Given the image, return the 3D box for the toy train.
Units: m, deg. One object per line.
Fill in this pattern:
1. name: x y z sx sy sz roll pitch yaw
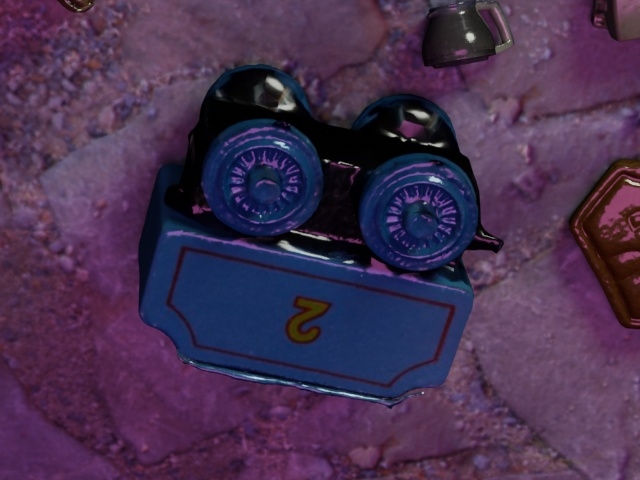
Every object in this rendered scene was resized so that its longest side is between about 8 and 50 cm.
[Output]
1. toy train: 0.000 0.000 1.777 0.300 0.188 0.265 12 114 -11

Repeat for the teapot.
1. teapot: 0.131 -0.187 1.777 0.088 0.066 0.057 -11 95 -22

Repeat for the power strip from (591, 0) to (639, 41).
1. power strip: 0.385 -0.236 1.777 0.286 0.048 0.080 -8 112 -2

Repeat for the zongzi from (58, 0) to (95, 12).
1. zongzi: -0.200 -0.300 1.703 0.176 0.078 0.160 -41 113 8

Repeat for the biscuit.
1. biscuit: 0.354 -0.015 1.865 0.215 0.034 0.182 -28 110 7
